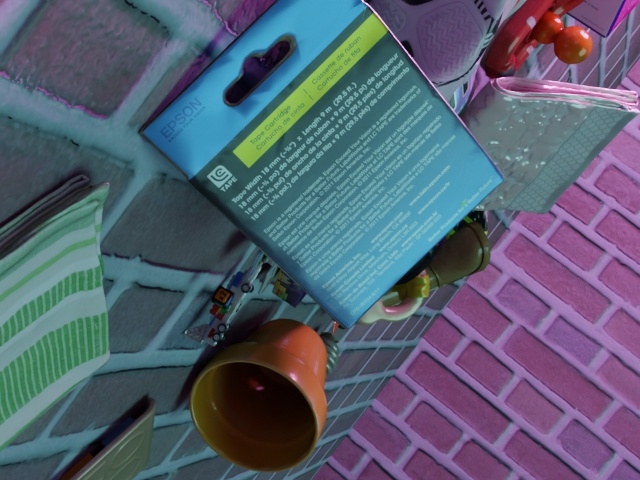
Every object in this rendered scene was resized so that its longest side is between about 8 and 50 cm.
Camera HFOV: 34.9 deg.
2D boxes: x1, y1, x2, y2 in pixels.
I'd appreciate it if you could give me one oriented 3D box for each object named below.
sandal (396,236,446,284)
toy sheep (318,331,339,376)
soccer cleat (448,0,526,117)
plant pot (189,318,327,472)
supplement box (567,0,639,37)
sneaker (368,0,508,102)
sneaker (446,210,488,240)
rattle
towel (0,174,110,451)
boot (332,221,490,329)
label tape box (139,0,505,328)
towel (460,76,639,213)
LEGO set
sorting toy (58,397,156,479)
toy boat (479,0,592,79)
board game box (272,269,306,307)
[{"bbox_3d":[0.112,0.001,1.489,0.167,0.107,0.446,-49,178,-20],"label":"sandal"},{"bbox_3d":[-0.009,0.235,1.996,0.091,0.091,0.132,102,11,-59],"label":"toy sheep"},{"bbox_3d":[0.171,-0.265,1.333,0.116,0.109,0.318,4,123,-57],"label":"soccer cleat"},{"bbox_3d":[-0.075,0.223,1.592,0.205,0.205,0.188,-61,178,31],"label":"plant pot"},{"bbox_3d":[0.558,-0.500,1.891,0.220,0.111,0.114,-45,164,-25],"label":"supplement box"},{"bbox_3d":[0.110,-0.199,1.236,0.365,0.137,0.210,-52,168,17],"label":"sneaker"},{"bbox_3d":[0.292,-0.135,1.995,0.147,0.145,0.384,-83,-171,-46],"label":"sneaker"},{"bbox_3d":[0.078,0.084,1.772,0.200,0.143,0.130,-32,129,-8],"label":"rattle"},{"bbox_3d":[-0.287,0.100,0.934,0.248,0.038,0.324,-41,162,-31],"label":"towel"},{"bbox_3d":[0.169,0.074,1.927,0.270,0.089,0.236,-20,162,-22],"label":"boot"},{"bbox_3d":[0.000,-0.100,1.040,0.241,0.106,0.333,-44,124,1],"label":"label tape box"},{"bbox_3d":[0.344,-0.152,1.772,0.317,0.053,0.332,2,146,-26],"label":"towel"},{"bbox_3d":[-0.097,0.035,1.365,0.244,0.060,0.182,-53,171,-47],"label":"LEGO set"},{"bbox_3d":[-0.309,0.329,1.429,0.208,0.038,0.193,-47,165,-34],"label":"sorting toy"},{"bbox_3d":[0.365,-0.337,1.618,0.231,0.151,0.151,-51,166,-1],"label":"toy boat"},{"bbox_3d":[0.000,0.000,1.486,0.141,0.048,0.170,-52,171,-35],"label":"board game box"}]
